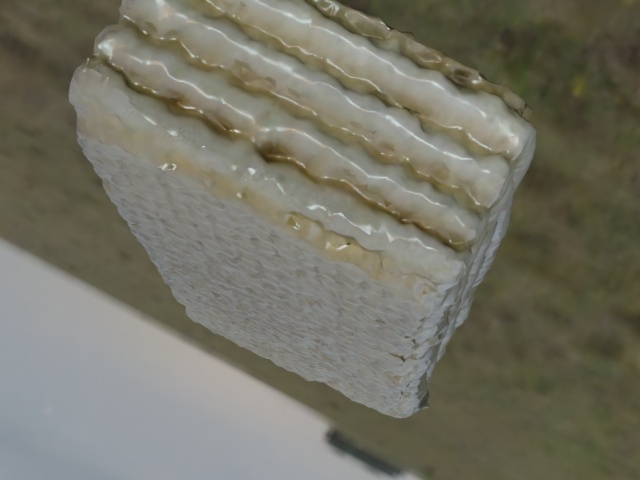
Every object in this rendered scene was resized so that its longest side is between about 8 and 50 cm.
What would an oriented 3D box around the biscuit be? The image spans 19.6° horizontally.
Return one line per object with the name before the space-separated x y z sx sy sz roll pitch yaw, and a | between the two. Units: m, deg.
biscuit | 0.000 0.000 0.744 0.144 0.078 0.426 28 172 5
